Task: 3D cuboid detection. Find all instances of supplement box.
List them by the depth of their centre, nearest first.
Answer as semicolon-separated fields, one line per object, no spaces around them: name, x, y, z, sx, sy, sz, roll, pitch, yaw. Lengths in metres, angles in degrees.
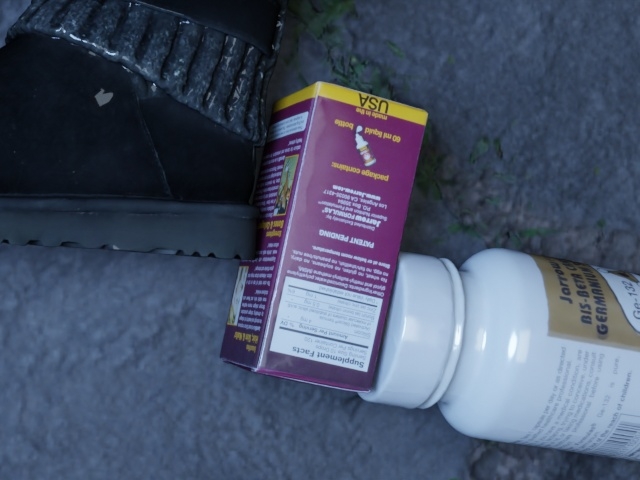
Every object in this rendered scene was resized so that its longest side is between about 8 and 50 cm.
supplement box;0.000;0.000;0.868;0.081;0.104;0.188;13;85;-17

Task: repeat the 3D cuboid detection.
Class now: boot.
boot;-0.176;-0.129;0.797;0.348;0.131;0.260;6;92;-31

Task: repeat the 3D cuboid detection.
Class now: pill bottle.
pill bottle;0.144;0.075;0.896;0.229;0.131;0.131;10;85;-16
